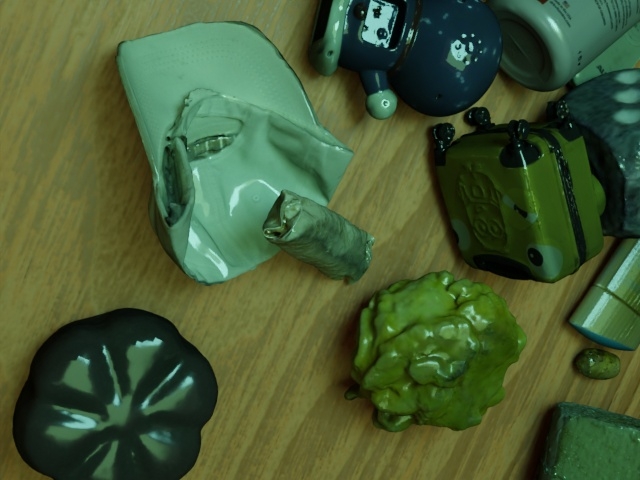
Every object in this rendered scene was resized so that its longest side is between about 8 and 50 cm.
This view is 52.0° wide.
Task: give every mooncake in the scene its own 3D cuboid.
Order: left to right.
[{"bbox_3d":[-0.250,0.206,0.808,0.244,0.133,0.245,-2,95,-23],"label":"mooncake"}]

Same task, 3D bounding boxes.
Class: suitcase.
[{"bbox_3d":[0.274,-0.066,0.896,0.143,0.194,0.235,-27,108,-22],"label":"suitcase"}]

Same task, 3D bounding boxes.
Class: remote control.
[{"bbox_3d":[0.481,-0.341,0.996,0.090,0.038,0.310,40,86,-21],"label":"remote control"}]

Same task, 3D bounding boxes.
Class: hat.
[{"bbox_3d":[-0.135,-0.113,0.790,0.257,0.168,0.302,-26,84,-36],"label":"hat"}]

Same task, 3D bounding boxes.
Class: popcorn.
[{"bbox_3d":[0.147,0.156,0.916,0.233,0.192,0.266,31,114,-36],"label":"popcorn"}]

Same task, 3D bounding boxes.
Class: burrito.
[{"bbox_3d":[0.000,0.000,0.817,0.082,0.059,0.275,-65,154,-1],"label":"burrito"}]

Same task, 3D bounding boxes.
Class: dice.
[{"bbox_3d":[0.435,-0.124,0.924,0.183,0.182,0.182,-27,128,-11],"label":"dice"}]

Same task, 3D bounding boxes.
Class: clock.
[{"bbox_3d":[0.112,-0.248,0.837,0.243,0.146,0.200,14,91,-13],"label":"clock"}]

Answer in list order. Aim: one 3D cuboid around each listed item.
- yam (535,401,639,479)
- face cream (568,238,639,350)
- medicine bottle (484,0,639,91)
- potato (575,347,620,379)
[{"bbox_3d":[0.450,0.406,1.046,0.201,0.202,0.272,13,91,-56],"label":"yam"},{"bbox_3d":[0.527,0.053,1.071,0.139,0.067,0.285,36,87,-20],"label":"face cream"},{"bbox_3d":[0.370,-0.346,0.894,0.288,0.157,0.157,-40,110,-8],"label":"medicine bottle"},{"bbox_3d":[0.462,0.206,1.092,0.083,0.040,0.051,14,108,-20],"label":"potato"}]
